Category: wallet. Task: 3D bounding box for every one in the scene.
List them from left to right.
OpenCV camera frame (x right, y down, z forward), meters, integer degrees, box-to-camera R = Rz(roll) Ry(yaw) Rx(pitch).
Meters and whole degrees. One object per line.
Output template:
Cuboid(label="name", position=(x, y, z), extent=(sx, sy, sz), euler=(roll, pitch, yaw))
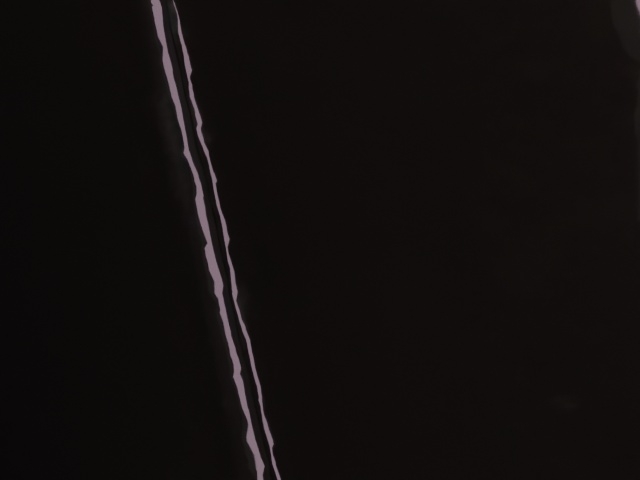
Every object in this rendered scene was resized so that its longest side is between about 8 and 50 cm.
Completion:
Cuboid(label="wallet", position=(0.000, 0.000, 0.488), extent=(0.062, 0.228, 0.406), euler=(-10, 87, -80))
